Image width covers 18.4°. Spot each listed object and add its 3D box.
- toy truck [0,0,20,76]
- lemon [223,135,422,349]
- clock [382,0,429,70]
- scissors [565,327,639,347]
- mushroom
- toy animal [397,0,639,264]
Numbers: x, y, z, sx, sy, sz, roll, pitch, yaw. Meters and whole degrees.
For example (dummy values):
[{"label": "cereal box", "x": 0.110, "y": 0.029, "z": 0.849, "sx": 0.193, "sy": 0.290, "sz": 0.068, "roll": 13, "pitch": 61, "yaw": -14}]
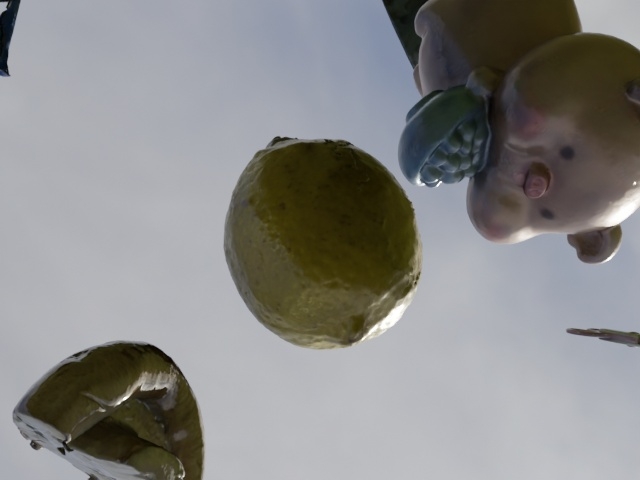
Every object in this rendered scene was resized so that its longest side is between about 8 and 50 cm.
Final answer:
[{"label": "toy truck", "x": -0.457, "y": -0.296, "z": 2.435, "sx": 0.113, "sy": 0.208, "sz": 0.126, "roll": -2, "pitch": -137, "yaw": 29}, {"label": "lemon", "x": 0.000, "y": 0.000, "z": 2.546, "sx": 0.253, "sy": 0.253, "sz": 0.310, "roll": 0, "pitch": -124, "yaw": -40}, {"label": "clock", "x": 0.127, "y": -0.296, "z": 2.494, "sx": 0.312, "sy": 0.061, "sz": 0.312, "roll": -23, "pitch": -90, "yaw": -79}, {"label": "scissors", "x": 0.418, "y": 0.133, "z": 2.674, "sx": 0.085, "sy": 0.022, "sz": 0.176, "roll": 5, "pitch": -178, "yaw": -44}, {"label": "mushroom", "x": -0.203, "y": 0.177, "z": 2.057, "sx": 0.156, "sy": 0.151, "sz": 0.286, "roll": 14, "pitch": 162, "yaw": 33}, {"label": "toy animal", "x": 0.187, "y": -0.118, "z": 1.723, "sx": 0.230, "sy": 0.210, "sz": 0.221, "roll": 8, "pitch": -135, "yaw": 0}]
